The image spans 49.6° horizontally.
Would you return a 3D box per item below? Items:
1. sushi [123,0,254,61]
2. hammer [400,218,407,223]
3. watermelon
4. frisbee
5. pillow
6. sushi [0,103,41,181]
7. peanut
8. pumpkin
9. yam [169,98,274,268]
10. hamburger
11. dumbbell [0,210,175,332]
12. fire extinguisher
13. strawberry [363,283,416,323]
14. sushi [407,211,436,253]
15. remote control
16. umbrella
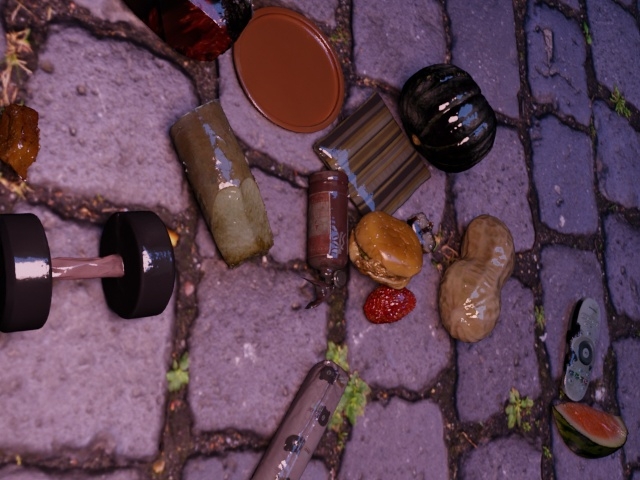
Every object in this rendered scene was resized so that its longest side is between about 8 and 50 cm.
[{"bbox_3d":[-0.222,-0.404,1.126,0.225,0.136,0.126,37,52,-18],"label":"sushi"},{"bbox_3d":[0.174,0.006,1.378,0.019,0.035,0.110,-46,115,-35],"label":"hammer"},{"bbox_3d":[0.616,0.431,1.577,0.245,0.063,0.119,14,51,-28],"label":"watermelon"},{"bbox_3d":[-0.056,-0.318,1.298,0.250,0.021,0.251,11,71,-34],"label":"frisbee"},{"bbox_3d":[0.107,-0.153,1.353,0.208,0.052,0.212,-45,105,-32],"label":"pillow"},{"bbox_3d":[-0.412,-0.138,0.959,0.060,0.061,0.118,42,52,-61],"label":"sushi"},{"bbox_3d":[0.318,0.069,1.411,0.136,0.120,0.298,45,53,-25],"label":"peanut"},{"bbox_3d":[0.252,-0.245,1.387,0.161,0.220,0.220,-36,102,-1],"label":"pumpkin"},{"bbox_3d":[-0.155,-0.088,1.113,0.106,0.106,0.259,-26,92,-38],"label":"yam"},{"bbox_3d":[0.117,0.014,1.254,0.138,0.083,0.147,21,37,-16],"label":"hamburger"},{"bbox_3d":[-0.320,0.038,0.920,0.218,0.152,0.153,-3,80,-37],"label":"dumbbell"},{"bbox_3d":[-0.002,0.002,1.219,0.106,0.075,0.252,10,73,-29],"label":"fire extinguisher"},{"bbox_3d":[0.126,0.116,1.282,0.096,0.083,0.083,-36,102,-3],"label":"strawberry"},{"bbox_3d":[0.202,-0.013,1.391,0.046,0.044,0.083,-25,91,-39],"label":"sushi"},{"bbox_3d":[0.606,0.250,1.623,0.097,0.045,0.256,34,63,-24],"label":"remote control"},{"bbox_3d":[-0.051,0.337,1.090,0.067,0.073,0.337,33,59,-3],"label":"umbrella"}]
